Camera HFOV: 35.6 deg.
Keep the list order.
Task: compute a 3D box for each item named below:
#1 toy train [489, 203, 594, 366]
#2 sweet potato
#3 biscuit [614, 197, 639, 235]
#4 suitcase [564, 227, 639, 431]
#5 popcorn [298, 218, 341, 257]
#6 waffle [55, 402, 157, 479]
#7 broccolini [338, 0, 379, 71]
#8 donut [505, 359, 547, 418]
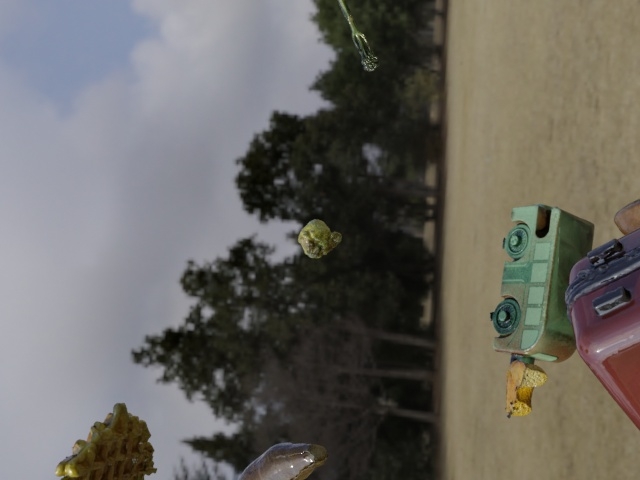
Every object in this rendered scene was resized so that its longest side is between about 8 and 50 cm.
[{"bbox_3d":[0.424,0.090,1.894,0.159,0.129,0.326,-5,71,55],"label":"toy train"},{"bbox_3d":[-0.075,0.431,1.791,0.085,0.112,0.286,-17,-23,-52],"label":"sweet potato"},{"bbox_3d":[0.601,-0.078,1.403,0.314,0.367,0.063,-28,75,55],"label":"biscuit"},{"bbox_3d":[0.413,0.073,0.975,0.236,0.297,0.161,47,-151,-22],"label":"suitcase"},{"bbox_3d":[0.001,-0.002,1.729,0.059,0.083,0.068,10,97,60],"label":"popcorn"},{"bbox_3d":[-0.321,0.361,1.441,0.238,0.058,0.243,95,-159,-44],"label":"waffle"},{"bbox_3d":[0.063,-0.359,1.736,0.140,0.030,0.035,64,178,-5],"label":"broccolini"},{"bbox_3d":[0.281,0.205,1.366,0.067,0.037,0.083,-178,90,-76],"label":"donut"}]
